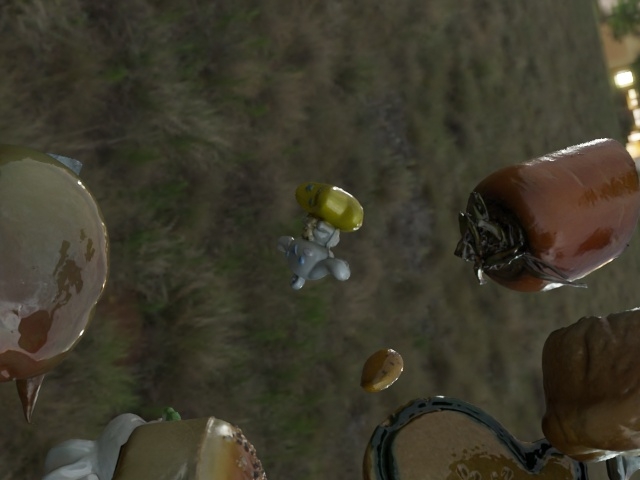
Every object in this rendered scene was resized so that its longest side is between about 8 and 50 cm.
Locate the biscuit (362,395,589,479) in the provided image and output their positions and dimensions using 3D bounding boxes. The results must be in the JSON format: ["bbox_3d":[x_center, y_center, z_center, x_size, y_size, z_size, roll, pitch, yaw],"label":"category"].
[{"bbox_3d":[0.213,0.327,1.261,0.343,0.287,0.057,57,-29,23],"label":"biscuit"}]

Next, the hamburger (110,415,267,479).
[{"bbox_3d":[-0.140,0.336,1.134,0.300,0.176,0.300,6,90,-85],"label":"hamburger"}]

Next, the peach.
[{"bbox_3d":[-0.395,0.028,1.273,0.247,0.292,0.292,123,-24,-48],"label":"peach"}]

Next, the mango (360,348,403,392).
[{"bbox_3d":[0.110,0.242,1.955,0.114,0.079,0.057,-43,111,-51],"label":"mango"}]

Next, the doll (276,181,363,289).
[{"bbox_3d":[-0.004,-0.002,1.110,0.071,0.135,0.113,25,66,-30],"label":"doll"}]

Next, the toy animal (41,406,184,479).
[{"bbox_3d":[-0.275,0.402,1.709,0.310,0.247,0.183,47,-2,10],"label":"toy animal"}]

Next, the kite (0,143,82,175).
[{"bbox_3d":[-0.544,-0.120,1.896,0.245,0.015,0.141,28,94,-48],"label":"kite"}]

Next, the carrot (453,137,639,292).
[{"bbox_3d":[0.325,-0.020,1.568,0.331,0.193,0.214,-14,81,-30],"label":"carrot"}]

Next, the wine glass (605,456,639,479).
[{"bbox_3d":[0.487,0.276,1.364,0.156,0.232,0.156,-9,90,-83],"label":"wine glass"}]

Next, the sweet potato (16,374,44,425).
[{"bbox_3d":[-0.465,0.202,1.695,0.056,0.056,0.194,-8,96,-72],"label":"sweet potato"}]

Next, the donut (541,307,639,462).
[{"bbox_3d":[0.398,0.152,1.137,0.299,0.317,0.150,144,-55,-63],"label":"donut"}]
